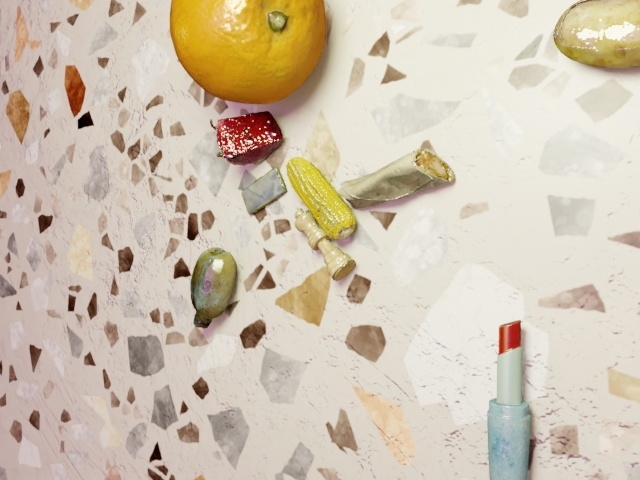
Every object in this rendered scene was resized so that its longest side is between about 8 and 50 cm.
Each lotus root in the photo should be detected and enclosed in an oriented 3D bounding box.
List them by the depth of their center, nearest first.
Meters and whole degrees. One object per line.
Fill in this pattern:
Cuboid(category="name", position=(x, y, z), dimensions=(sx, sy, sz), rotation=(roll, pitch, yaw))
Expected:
Cuboid(category="lotus root", position=(-0.247, 0.109, 1.386), dimensions=(0.113, 0.088, 0.192), rotation=(26, 105, 49))

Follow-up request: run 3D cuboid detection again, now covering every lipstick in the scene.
Cuboid(category="lipstick", position=(0.309, 0.267, 1.003), dimensions=(0.068, 0.061, 0.274), rotation=(0, 89, 37))

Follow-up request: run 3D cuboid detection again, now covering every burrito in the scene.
Cuboid(category="burrito", position=(0.128, -0.108, 1.136), dimensions=(0.225, 0.087, 0.061), rotation=(-18, 40, 37))

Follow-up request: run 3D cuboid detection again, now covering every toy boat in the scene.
Cuboid(category="toy boat", position=(-0.125, -0.108, 1.348), dimensions=(0.115, 0.016, 0.063), rotation=(-30, 73, 32))

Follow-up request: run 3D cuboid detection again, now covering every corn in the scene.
Cuboid(category="corn", position=(-0.001, -0.087, 1.225), dimensions=(0.072, 0.072, 0.203), rotation=(-48, 63, 24))

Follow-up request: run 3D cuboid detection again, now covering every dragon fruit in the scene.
Cuboid(category="dragon fruit", position=(-0.160, -0.218, 1.331), dimensions=(0.147, 0.096, 0.102), rotation=(-14, 83, -9))

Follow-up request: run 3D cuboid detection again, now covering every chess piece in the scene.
Cuboid(category="chess piece", position=(0.001, 0.000, 1.234), dimensions=(0.060, 0.060, 0.172), rotation=(-50, 63, 24))

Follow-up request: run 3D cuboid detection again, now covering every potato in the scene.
Cuboid(category="potato", position=(0.437, -0.313, 0.917), dimensions=(0.170, 0.080, 0.107), rotation=(11, 96, 40))

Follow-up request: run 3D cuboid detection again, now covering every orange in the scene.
Cuboid(category="orange", position=(-0.136, -0.418, 1.188), dimensions=(0.311, 0.312, 0.313), rotation=(-1, 88, 35))
